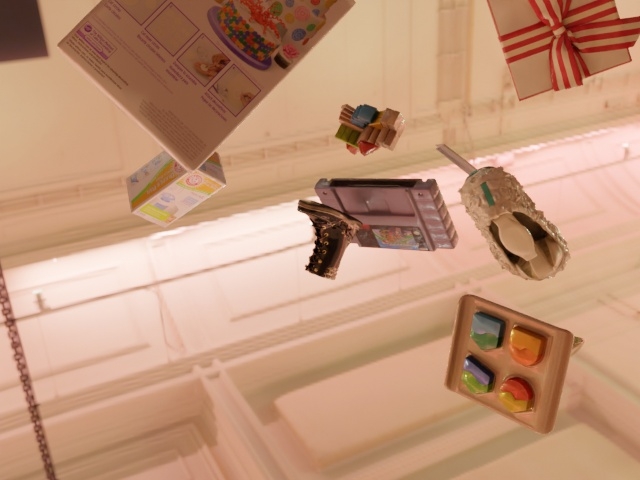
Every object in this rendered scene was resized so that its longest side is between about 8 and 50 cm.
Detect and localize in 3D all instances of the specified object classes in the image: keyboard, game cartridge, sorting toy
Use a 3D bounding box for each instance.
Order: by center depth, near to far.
[{"bbox_3d":[0.314,0.212,1.260,0.208,0.192,0.038,19,-160,37],"label":"sorting toy"},{"bbox_3d":[0.403,-0.170,1.882,0.256,0.014,0.072,36,174,-10],"label":"keyboard"},{"bbox_3d":[0.175,-0.068,1.965,0.355,0.230,0.068,3,-136,35],"label":"game cartridge"}]

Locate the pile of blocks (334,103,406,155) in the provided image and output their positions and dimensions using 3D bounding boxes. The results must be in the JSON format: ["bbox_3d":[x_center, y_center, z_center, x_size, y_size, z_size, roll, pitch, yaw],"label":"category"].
[{"bbox_3d":[0.112,-0.297,2.031,0.149,0.112,0.362,28,175,-14],"label":"pile of blocks"}]

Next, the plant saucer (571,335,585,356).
[{"bbox_3d":[0.454,0.236,1.606,0.241,0.037,0.241,-3,179,0],"label":"plant saucer"}]

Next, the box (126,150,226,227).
[{"bbox_3d":[-0.334,-0.136,1.693,0.203,0.114,0.103,-32,-124,21],"label":"box"}]

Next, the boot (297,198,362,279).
[{"bbox_3d":[0.002,0.001,1.869,0.085,0.178,0.236,25,-177,39],"label":"boot"}]

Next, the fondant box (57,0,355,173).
[{"bbox_3d":[-0.152,-0.289,1.009,0.330,0.238,0.096,-47,-171,-5],"label":"fondant box"}]

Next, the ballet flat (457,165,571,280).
[{"bbox_3d":[0.403,0.006,1.472,0.147,0.409,0.147,-23,-130,30],"label":"ballet flat"}]

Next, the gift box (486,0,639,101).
[{"bbox_3d":[0.493,-0.449,1.493,0.276,0.255,0.258,-23,-171,19],"label":"gift box"}]
